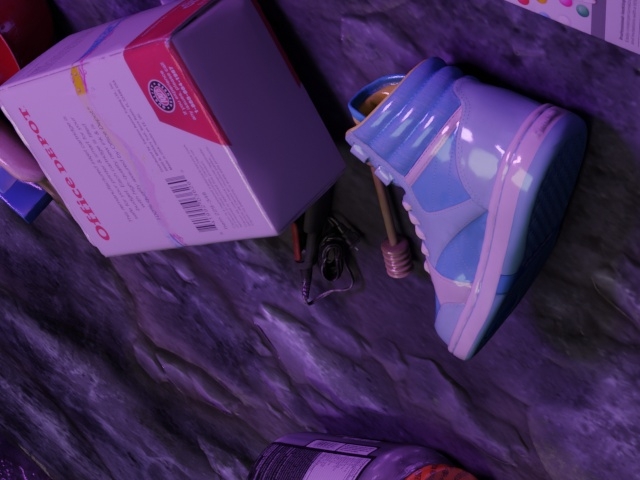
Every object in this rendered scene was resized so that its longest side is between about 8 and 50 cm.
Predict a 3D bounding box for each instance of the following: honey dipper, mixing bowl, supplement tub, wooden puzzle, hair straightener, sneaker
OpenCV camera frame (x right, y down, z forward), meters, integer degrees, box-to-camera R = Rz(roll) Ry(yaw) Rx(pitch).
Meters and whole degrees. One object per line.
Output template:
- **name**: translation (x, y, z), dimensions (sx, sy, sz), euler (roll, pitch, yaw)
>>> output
- **honey dipper**: translation (0.069, -0.029, 1.560), dimensions (0.030, 0.030, 0.161), euler (21, 141, 36)
- **mixing bowl**: translation (-0.373, -0.252, 1.755), dimensions (0.181, 0.098, 0.181), euler (33, 150, 21)
- **supplement tub**: translation (0.057, 0.344, 1.904), dimensions (0.316, 0.193, 0.194), euler (-1, 129, 54)
- **wooden puzzle**: translation (-0.435, -0.134, 1.875), dimensions (0.322, 0.080, 0.348), euler (40, 176, 6)
- **hair straightener**: translation (0.000, 0.000, 1.660), dimensions (0.089, 0.047, 0.230), euler (30, 143, 24)
- **sneaker**: translation (0.110, -0.040, 1.392), dimensions (0.208, 0.127, 0.319), euler (32, 140, 17)

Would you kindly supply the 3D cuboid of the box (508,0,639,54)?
- **box**: translation (0.181, -0.228, 1.131), dimensions (0.186, 0.038, 0.145), euler (29, 149, 28)

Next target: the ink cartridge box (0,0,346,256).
- **ink cartridge box**: translation (-0.155, -0.115, 1.549), dimensions (0.306, 0.131, 0.226), euler (-4, 122, 48)
